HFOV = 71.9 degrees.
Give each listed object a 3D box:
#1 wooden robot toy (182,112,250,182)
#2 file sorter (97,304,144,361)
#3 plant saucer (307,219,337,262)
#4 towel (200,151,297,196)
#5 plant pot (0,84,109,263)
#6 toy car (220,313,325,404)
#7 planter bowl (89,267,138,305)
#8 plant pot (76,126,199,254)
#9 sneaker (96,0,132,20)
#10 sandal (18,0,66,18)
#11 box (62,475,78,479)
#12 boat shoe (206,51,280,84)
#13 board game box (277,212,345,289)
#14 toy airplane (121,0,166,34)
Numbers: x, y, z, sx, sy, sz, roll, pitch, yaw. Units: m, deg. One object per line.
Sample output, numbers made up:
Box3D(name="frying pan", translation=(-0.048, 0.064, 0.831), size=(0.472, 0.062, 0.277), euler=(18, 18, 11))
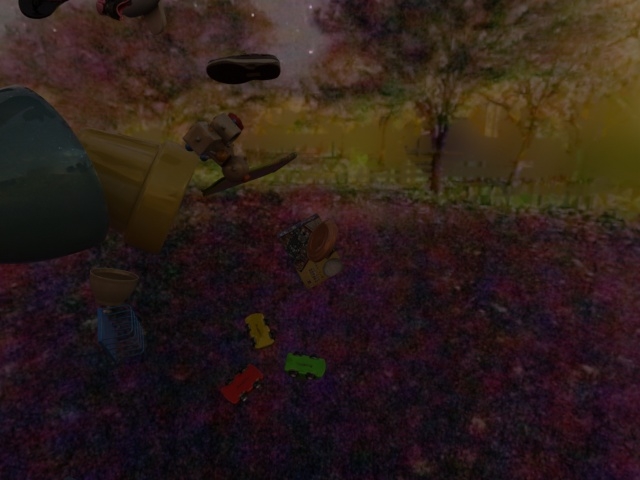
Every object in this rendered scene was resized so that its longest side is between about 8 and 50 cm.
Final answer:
Box3D(name="wooden robot toy", translation=(-0.116, -0.114, 0.576), size=(0.076, 0.079, 0.173), euler=(-43, 6, -1))
Box3D(name="file sorter", translation=(-0.660, 0.304, 1.464), size=(0.104, 0.170, 0.118), euler=(-11, 56, -14))
Box3D(name="plant saucer", translation=(0.000, 0.000, 0.815), size=(0.013, 0.084, 0.083), euler=(25, 0, -29))
Box3D(name="towel", translation=(-0.158, -0.157, 1.011), size=(0.102, 0.021, 0.237), euler=(-25, 4, 43))
Box3D(name="plant pot", translation=(-0.517, -0.077, 0.701), size=(0.290, 0.291, 0.195), euler=(10, 33, 34))
Box3D(name="toy car", translation=(-0.100, 0.300, 1.064), size=(0.224, 0.053, 0.239), euler=(10, 48, 2))
Box3D(name="planter bowl", translation=(-0.755, 0.173, 1.596), size=(0.161, 0.109, 0.162), euler=(14, 4, -1))
Box3D(name="plant pot", translation=(-0.428, -0.126, 0.982), size=(0.238, 0.254, 0.254), euler=(23, 6, -18))
Box3D(name="sneaker", translation=(-0.399, -0.499, 0.886), size=(0.057, 0.120, 0.047), euler=(26, 7, -6))
Box3D(name="sandal", translation=(-0.625, -0.579, 1.027), size=(0.040, 0.067, 0.179), euler=(-24, 26, 56))
Box3D(name="box", translation=(-0.398, 0.556, 0.797), size=(0.159, 0.233, 0.044), euler=(-2, 16, 31))
Box3D(name="boat shoe", translation=(-0.271, -0.615, 1.559), size=(0.257, 0.095, 0.095), euler=(-2, 55, -8))
Box3D(name="board game box", translation=(-0.031, 0.043, 1.603), size=(0.165, 0.243, 0.042), euler=(-28, 28, -4))
Box3D(name="toy airplane", translation=(-0.588, -0.881, 1.312), size=(0.272, 0.386, 0.384), euler=(-38, -7, -37))
